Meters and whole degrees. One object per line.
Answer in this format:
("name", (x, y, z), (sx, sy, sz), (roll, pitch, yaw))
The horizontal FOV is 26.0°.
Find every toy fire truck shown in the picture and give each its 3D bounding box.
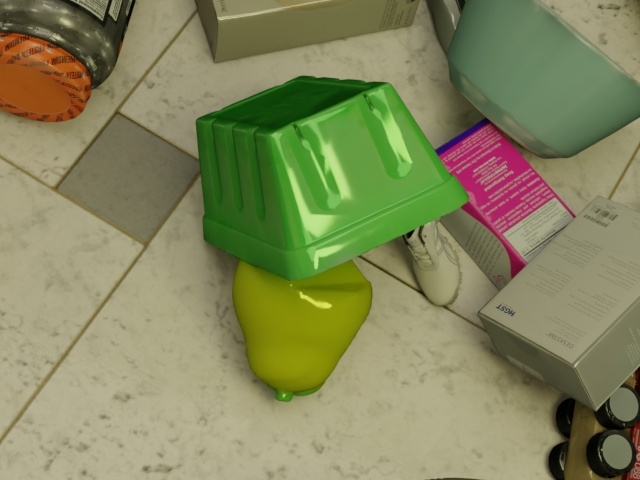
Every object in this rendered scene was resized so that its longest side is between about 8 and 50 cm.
("toy fire truck", (0.446, 0.237, 1.767), (0.246, 0.158, 0.217), (21, 66, -17))

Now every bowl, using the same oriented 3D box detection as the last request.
("bowl", (0.293, -0.229, 1.897), (0.311, 0.311, 0.163), (44, 104, 13))

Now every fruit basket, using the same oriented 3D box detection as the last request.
("fruit basket", (0.000, 0.000, 1.734), (0.282, 0.392, 0.392), (-25, 70, -17))

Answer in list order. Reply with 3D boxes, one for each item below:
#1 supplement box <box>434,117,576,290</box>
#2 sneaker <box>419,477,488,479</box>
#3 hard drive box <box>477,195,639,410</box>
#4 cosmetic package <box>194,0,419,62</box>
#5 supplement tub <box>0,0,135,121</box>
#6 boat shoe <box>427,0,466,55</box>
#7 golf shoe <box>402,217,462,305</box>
("supplement box", (0.244, -0.038, 1.874), (0.114, 0.111, 0.220), (-32, 73, -20))
("sneaker", (0.172, 0.341, 1.359), (0.295, 0.124, 0.178), (5, 55, -7))
("hard drive box", (0.343, 0.072, 1.721), (0.232, 0.089, 0.181), (-42, 37, -14))
("cosmetic package", (-0.023, -0.375, 1.999), (0.309, 0.113, 0.160), (-13, 67, -15))
("supplement tub", (-0.354, -0.345, 1.885), (0.207, 0.207, 0.338), (13, 64, -1))
("boat shoe", (0.199, -0.359, 2.040), (0.070, 0.078, 0.219), (-9, 65, -11))
("golf shoe", (0.133, 0.007, 1.827), (0.086, 0.069, 0.176), (-20, 97, -57))
